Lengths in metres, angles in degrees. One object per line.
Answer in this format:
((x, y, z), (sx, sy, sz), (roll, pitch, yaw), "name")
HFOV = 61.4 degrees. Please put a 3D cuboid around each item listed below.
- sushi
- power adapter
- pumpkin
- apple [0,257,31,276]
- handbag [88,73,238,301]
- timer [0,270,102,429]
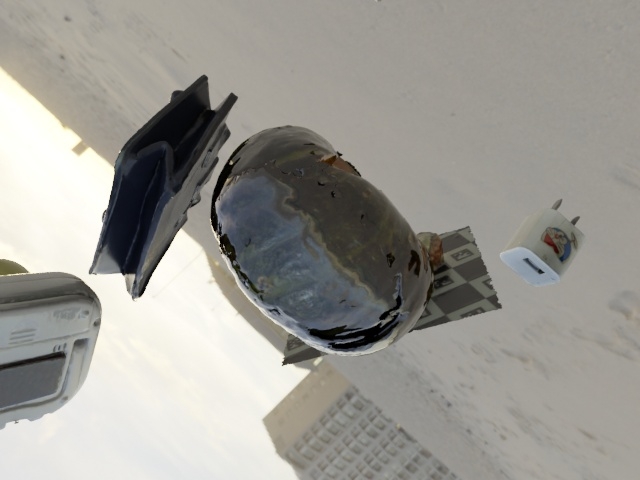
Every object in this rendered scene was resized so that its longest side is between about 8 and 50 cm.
((0.095, 0.052, 0.894), (0.320, 0.340, 0.068), (-74, -35, -66), "sushi")
((0.558, -0.008, 1.315), (0.130, 0.204, 0.125), (40, 162, -2), "power adapter")
((0.000, 0.000, 0.675), (0.320, 0.192, 0.320), (46, -173, -7), "pumpkin")
((-0.799, 0.166, 1.281), (0.262, 0.262, 0.262), (45, 176, 5), "apple")
((-0.247, -0.089, 0.847), (0.119, 0.269, 0.325), (31, 136, -8), "handbag")
((-0.433, 0.161, 0.741), (0.087, 0.236, 0.262), (32, -159, 32), "timer")
